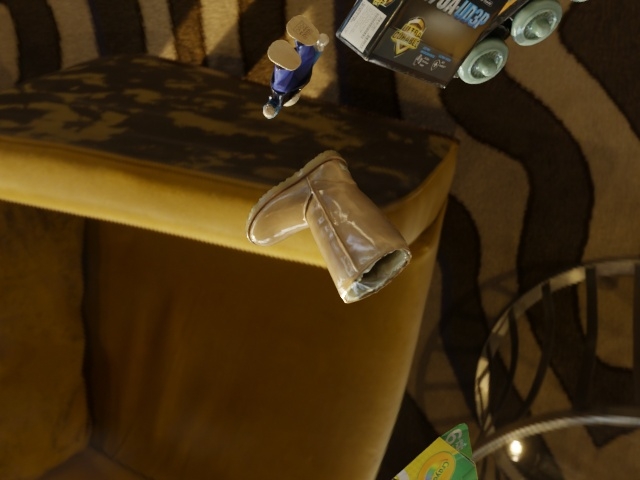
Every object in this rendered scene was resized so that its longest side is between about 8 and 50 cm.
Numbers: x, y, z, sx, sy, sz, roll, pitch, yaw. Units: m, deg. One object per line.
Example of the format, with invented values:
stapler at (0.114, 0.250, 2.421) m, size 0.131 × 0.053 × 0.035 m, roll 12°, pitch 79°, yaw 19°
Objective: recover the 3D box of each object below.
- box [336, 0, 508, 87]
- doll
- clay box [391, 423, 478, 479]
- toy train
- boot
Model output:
box at (0.129, -0.264, 0.971) m, size 0.051 × 0.220 × 0.175 m, roll 43°, pitch 110°, yaw 22°
doll at (-0.033, -0.208, 1.090) m, size 0.046 × 0.189 × 0.129 m, roll 35°, pitch 78°, yaw 2°
clay box at (0.082, 0.284, 0.840) m, size 0.053 × 0.222 × 0.127 m, roll 35°, pitch 152°, yaw 42°
toy train at (0.241, -0.346, 1.176) m, size 0.334 × 0.190 × 0.142 m, roll -38°, pitch 57°, yaw 19°
boot at (0.000, 0.000, 1.472) m, size 0.236 × 0.089 × 0.269 m, roll -44°, pitch 47°, yaw 17°
